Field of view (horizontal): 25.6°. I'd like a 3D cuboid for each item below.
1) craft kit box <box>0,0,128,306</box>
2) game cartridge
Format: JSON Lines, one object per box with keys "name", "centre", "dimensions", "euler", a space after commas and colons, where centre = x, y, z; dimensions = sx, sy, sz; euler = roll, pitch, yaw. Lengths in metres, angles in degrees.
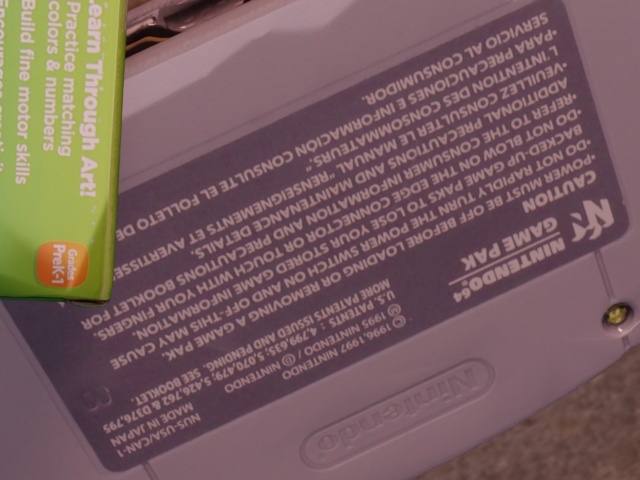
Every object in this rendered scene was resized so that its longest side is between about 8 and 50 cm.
{"name": "craft kit box", "centre": [-0.167, -0.111, 0.345], "dimensions": [0.246, 0.061, 0.250], "euler": [4, 107, -9]}
{"name": "game cartridge", "centre": [0.000, 0.000, 0.485], "dimensions": [0.294, 0.060, 0.196], "euler": [-25, 117, -2]}
